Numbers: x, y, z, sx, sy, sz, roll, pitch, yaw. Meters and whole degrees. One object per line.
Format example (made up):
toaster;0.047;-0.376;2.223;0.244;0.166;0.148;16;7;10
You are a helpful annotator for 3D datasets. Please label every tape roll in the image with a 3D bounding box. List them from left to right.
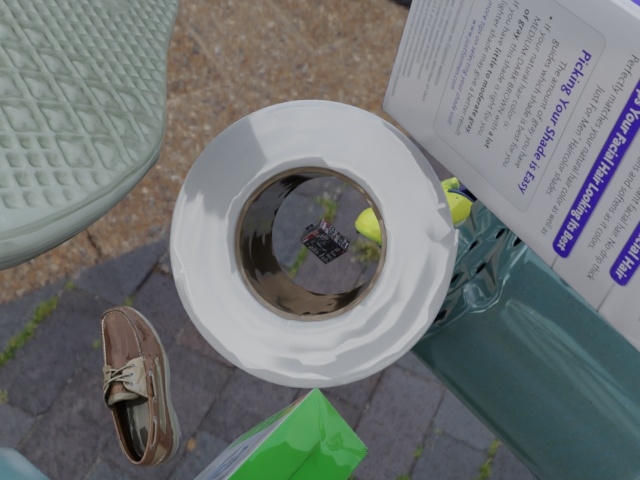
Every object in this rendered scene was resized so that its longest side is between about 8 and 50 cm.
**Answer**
tape roll;0.000;0.000;0.774;0.246;0.169;0.246;0;93;6

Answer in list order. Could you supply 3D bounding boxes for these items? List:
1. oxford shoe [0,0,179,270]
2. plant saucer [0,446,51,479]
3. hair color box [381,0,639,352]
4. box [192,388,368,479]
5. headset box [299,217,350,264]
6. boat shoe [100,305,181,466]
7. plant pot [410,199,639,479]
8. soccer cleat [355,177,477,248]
oxford shoe;-0.194;-0.102;0.556;0.169;0.130;0.449;38;25;-21
plant saucer;-0.246;0.318;0.872;0.317;0.318;0.044;34;64;16
hair color box;0.197;-0.070;0.520;0.110;0.185;0.339;-21;55;-30
box;-0.098;0.358;1.140;0.127;0.231;0.262;52;42;0
headset box;0.005;0.000;1.625;0.083;0.062;0.032;42;40;-17
boat shoe;-0.361;0.281;1.611;0.123;0.116;0.325;-23;80;17
plant pot;0.287;0.113;0.940;0.334;0.341;0.341;40;55;-9
soccer cleat;0.166;-0.052;1.331;0.289;0.121;0.093;-7;38;-44
